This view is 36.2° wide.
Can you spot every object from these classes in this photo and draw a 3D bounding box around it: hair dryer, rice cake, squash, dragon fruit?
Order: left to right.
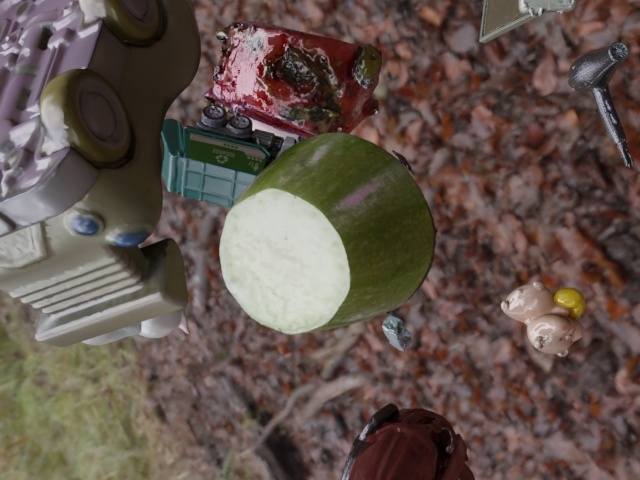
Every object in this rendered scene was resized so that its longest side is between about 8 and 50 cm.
[{"bbox_3d":[-0.038,-0.195,1.244,0.282,0.211,0.147,18,102,40],"label":"dragon fruit"},{"bbox_3d":[0.000,0.000,0.806,0.170,0.123,0.170,8,109,26],"label":"squash"},{"bbox_3d":[0.129,0.156,1.620,0.042,0.030,0.180,28,172,15],"label":"rice cake"},{"bbox_3d":[0.512,-0.233,1.710,0.195,0.075,0.219,147,102,-84],"label":"hair dryer"}]

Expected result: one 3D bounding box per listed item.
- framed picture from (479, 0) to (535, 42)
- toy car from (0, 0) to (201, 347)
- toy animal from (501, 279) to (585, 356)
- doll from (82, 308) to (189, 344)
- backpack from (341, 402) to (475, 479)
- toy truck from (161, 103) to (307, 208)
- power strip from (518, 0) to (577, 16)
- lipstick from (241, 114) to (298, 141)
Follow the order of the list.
[{"bbox_3d":[0.400,-0.525,1.995,0.265,0.018,0.192,174,103,-72],"label":"framed picture"},{"bbox_3d":[-0.231,-0.098,0.943,0.226,0.242,0.335,48,-146,-39],"label":"toy car"},{"bbox_3d":[0.298,0.104,1.266,0.091,0.114,0.082,-29,42,38],"label":"toy animal"},{"bbox_3d":[-0.290,0.099,1.467,0.110,0.181,0.106,60,146,40],"label":"doll"},{"bbox_3d":[0.098,0.316,1.148,0.139,0.229,0.229,6,121,30],"label":"backpack"},{"bbox_3d":[-0.120,-0.114,1.464,0.254,0.124,0.114,15,136,3],"label":"toy truck"},{"bbox_3d":[0.321,-0.414,1.394,0.035,0.082,0.192,-12,-81,-82],"label":"power strip"},{"bbox_3d":[-0.003,-0.131,1.577,0.327,0.087,0.087,35,141,34],"label":"lipstick"}]
